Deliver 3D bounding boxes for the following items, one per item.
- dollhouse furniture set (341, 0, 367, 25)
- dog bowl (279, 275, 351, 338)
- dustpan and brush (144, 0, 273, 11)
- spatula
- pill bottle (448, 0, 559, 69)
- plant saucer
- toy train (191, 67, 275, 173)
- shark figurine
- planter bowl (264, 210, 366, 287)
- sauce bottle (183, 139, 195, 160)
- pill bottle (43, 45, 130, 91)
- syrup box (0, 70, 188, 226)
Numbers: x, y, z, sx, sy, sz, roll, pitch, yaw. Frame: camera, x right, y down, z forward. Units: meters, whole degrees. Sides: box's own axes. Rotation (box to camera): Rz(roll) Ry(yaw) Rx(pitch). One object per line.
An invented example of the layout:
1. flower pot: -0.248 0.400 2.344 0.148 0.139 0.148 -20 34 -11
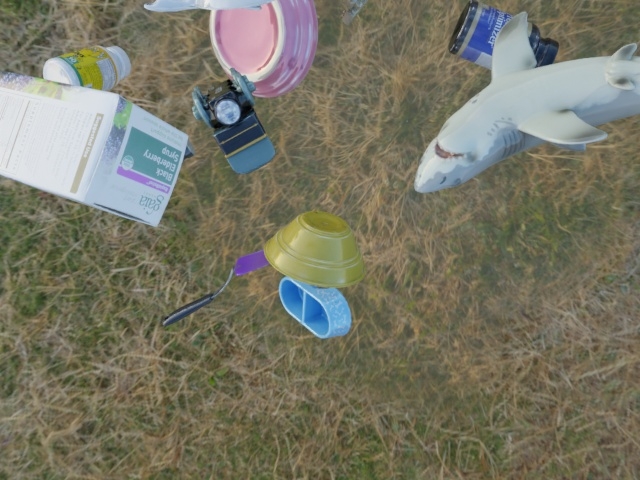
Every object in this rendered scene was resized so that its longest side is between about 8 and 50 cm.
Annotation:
1. dollhouse furniture set: 0.089 -0.695 1.536 0.123 0.151 0.144 39 73 -7
2. dog bowl: -0.027 0.202 1.839 0.297 0.074 0.166 32 129 41
3. dustpan and brush: -0.164 -0.375 0.889 0.211 0.147 0.060 3 122 -8
4. spatula: -0.212 0.098 1.197 0.296 0.084 0.030 -35 112 10
5. pill bottle: 0.410 -0.442 1.297 0.219 0.123 0.123 21 104 -2
6. plant saucer: -0.160 -0.523 1.439 0.332 0.084 0.332 15 115 34
7. toy train: -0.190 -0.267 1.280 0.142 0.334 0.190 -28 112 -1
8. shark figurine: 0.230 -0.093 0.461 0.278 0.116 0.166 5 66 29
9. planter bowl: 0.000 0.000 1.175 0.217 0.217 0.090 18 117 5
10. sauce bottle: -0.560 -0.220 1.842 0.344 0.111 0.111 -27 97 6
11. pill bottle: -0.604 -0.443 1.517 0.117 0.208 0.118 17 126 24
12. syrup box: -0.251 -0.093 0.545 0.236 0.093 0.096 15 86 27
